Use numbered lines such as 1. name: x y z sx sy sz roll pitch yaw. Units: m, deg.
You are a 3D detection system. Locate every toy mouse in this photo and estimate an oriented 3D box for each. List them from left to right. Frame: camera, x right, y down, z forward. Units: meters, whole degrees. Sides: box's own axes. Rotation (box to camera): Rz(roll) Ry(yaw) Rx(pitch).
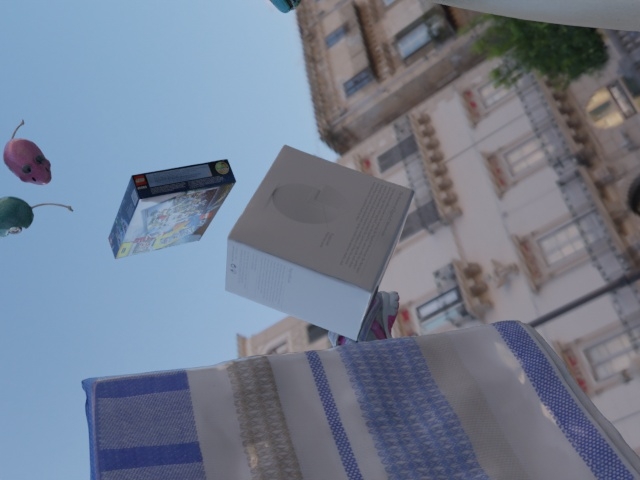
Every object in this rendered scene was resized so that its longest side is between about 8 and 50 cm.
1. toy mouse: -0.324 -0.058 0.818 0.031 0.143 0.161 89 -157 -62

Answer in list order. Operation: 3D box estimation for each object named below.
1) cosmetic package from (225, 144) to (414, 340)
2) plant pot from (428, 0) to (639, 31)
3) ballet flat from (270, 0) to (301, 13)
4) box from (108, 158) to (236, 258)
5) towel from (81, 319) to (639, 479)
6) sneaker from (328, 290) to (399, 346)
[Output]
1. cosmetic package: 0.000 0.000 1.227 0.225 0.138 0.224 20 -130 9
2. plant pot: 0.112 -0.271 0.556 0.256 0.274 0.256 2 -90 -73
3. ballet flat: -0.088 -0.380 1.023 0.188 0.070 0.070 41 -150 -34
4. box: -0.249 -0.048 1.296 0.159 0.233 0.044 -14 -107 -29
5. towel: 0.027 0.119 0.405 0.285 0.034 0.209 -5 -147 -15
6. sneaker: 0.062 0.166 1.287 0.111 0.102 0.252 16 -148 -6
